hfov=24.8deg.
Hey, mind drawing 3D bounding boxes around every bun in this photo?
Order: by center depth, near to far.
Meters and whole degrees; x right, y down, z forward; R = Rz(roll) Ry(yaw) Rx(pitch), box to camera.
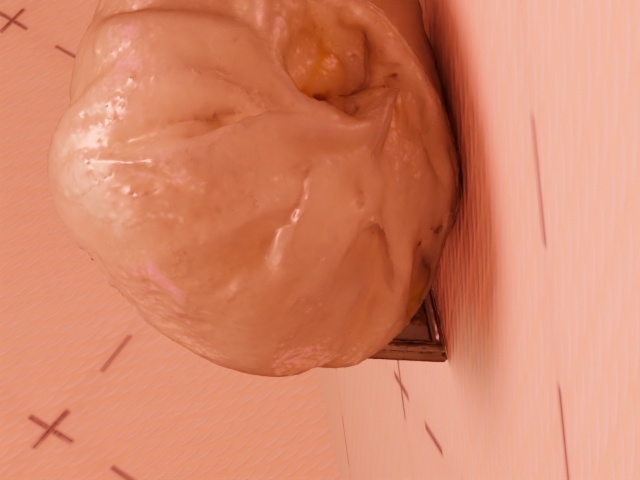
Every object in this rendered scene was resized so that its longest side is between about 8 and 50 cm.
[{"bbox_3d":[-0.017,-0.081,1.105,0.219,0.365,0.365,-15,82,41],"label":"bun"}]

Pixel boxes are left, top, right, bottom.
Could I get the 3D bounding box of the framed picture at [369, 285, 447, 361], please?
[{"bbox_3d":[0.000,0.000,1.263,0.017,0.274,0.217,-29,66,41],"label":"framed picture"}]
